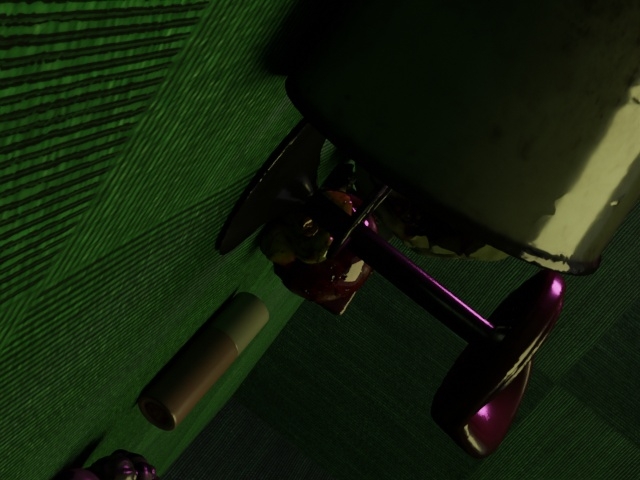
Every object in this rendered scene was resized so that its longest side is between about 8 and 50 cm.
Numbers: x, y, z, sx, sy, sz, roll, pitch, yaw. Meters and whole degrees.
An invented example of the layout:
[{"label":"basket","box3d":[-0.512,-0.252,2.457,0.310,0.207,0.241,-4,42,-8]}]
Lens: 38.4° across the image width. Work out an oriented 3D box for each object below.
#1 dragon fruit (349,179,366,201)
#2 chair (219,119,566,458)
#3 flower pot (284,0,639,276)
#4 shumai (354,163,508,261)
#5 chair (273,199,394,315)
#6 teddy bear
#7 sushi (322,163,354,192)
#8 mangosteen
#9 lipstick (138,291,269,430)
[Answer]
[{"label":"dragon fruit","box3d":[0.152,-0.104,1.942,0.188,0.182,0.182,-48,179,31]},{"label":"chair","box3d":[0.105,0.048,1.033,0.226,0.401,0.226,-51,177,-4]},{"label":"flower pot","box3d":[0.171,-0.187,0.705,0.330,0.294,0.293,-61,174,18]},{"label":"shumai","box3d":[0.193,-0.132,1.448,0.348,0.395,0.395,-11,143,-53]},{"label":"chair","box3d":[0.024,0.028,1.725,0.186,0.160,0.319,-53,179,-6]},{"label":"teddy bear","box3d":[-0.272,0.346,1.199,0.171,0.144,0.251,-28,-179,-9]},{"label":"sushi","box3d":[0.030,-0.103,1.547,0.083,0.044,0.046,-50,155,-50]},{"label":"mangosteen","box3d":[0.000,0.000,1.301,0.166,0.166,0.180,-52,150,-6]},{"label":"lipstick","box3d":[-0.174,0.180,1.411,0.254,0.070,0.070,-48,175,-42]}]
